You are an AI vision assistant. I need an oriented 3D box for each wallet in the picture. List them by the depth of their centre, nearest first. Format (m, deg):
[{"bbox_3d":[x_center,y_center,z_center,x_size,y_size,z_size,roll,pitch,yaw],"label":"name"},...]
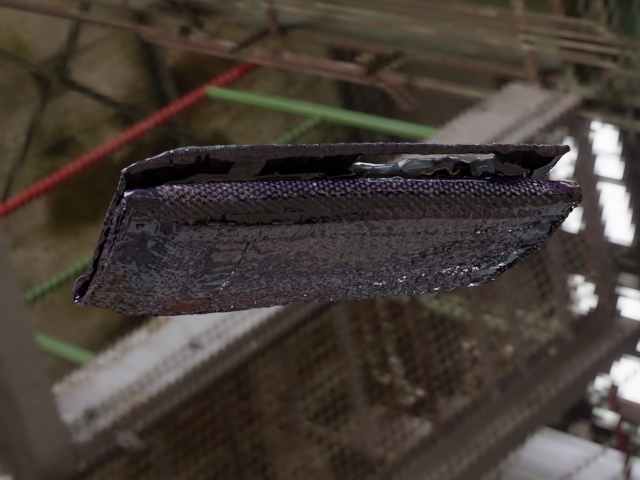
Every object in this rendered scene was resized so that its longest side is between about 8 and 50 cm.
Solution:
[{"bbox_3d":[0.000,0.001,0.700,0.166,0.111,0.030,-2,-114,-17],"label":"wallet"}]
